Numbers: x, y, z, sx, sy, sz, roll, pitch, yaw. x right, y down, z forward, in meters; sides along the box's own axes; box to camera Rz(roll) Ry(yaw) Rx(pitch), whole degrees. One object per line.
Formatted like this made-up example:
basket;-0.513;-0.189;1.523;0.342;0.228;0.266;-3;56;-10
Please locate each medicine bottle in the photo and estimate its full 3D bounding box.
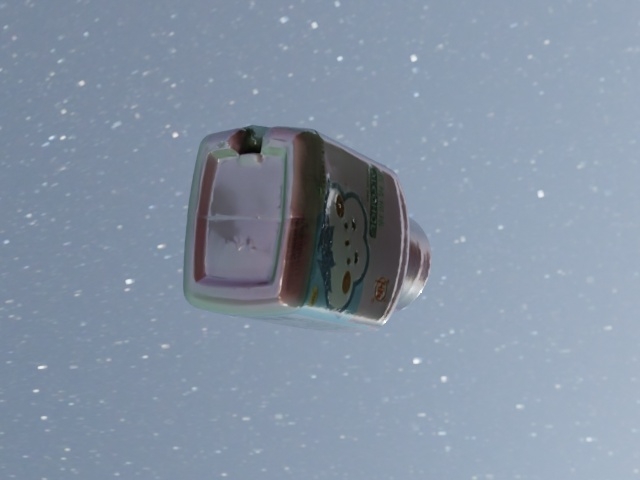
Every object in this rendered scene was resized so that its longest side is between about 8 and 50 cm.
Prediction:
medicine bottle;0.000;0.000;0.698;0.188;0.094;0.119;18;-105;-58
